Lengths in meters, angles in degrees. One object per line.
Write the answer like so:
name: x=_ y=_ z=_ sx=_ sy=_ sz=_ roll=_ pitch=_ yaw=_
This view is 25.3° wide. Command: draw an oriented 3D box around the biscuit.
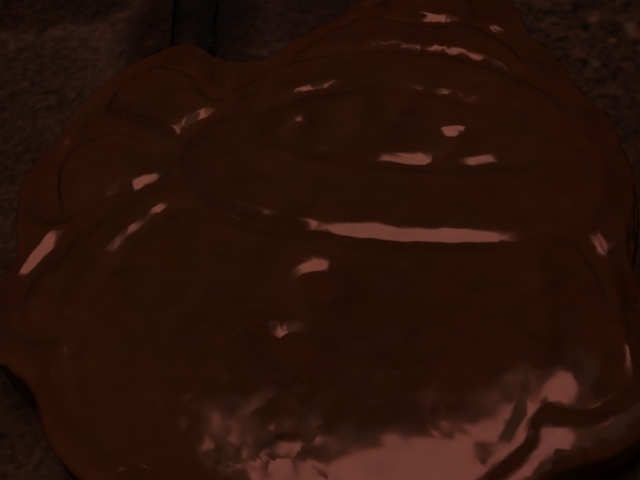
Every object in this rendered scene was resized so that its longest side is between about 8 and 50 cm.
biscuit: x=0.000 y=0.000 z=0.684 sx=0.312 sy=0.057 sz=0.351 roll=-2 pitch=50 yaw=7
